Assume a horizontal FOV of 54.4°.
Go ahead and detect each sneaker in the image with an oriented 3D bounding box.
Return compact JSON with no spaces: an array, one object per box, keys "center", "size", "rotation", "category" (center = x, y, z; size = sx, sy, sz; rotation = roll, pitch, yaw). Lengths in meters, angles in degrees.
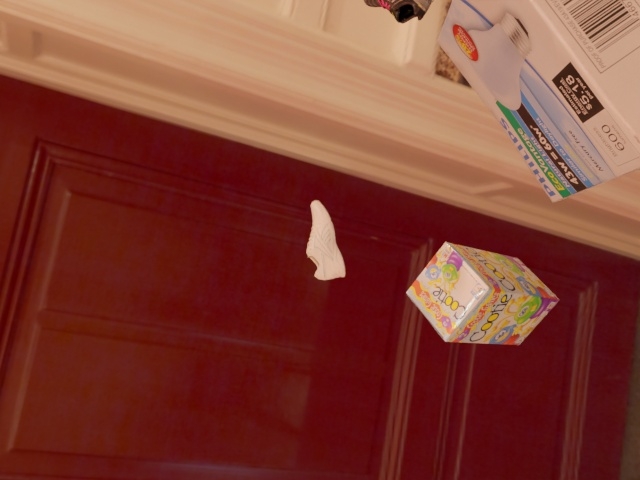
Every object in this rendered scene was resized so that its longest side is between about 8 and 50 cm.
[{"center":[0.158,-0.500,1.318],"size":[0.170,0.063,0.074],"rotation":[16,81,31],"category":"sneaker"},{"center":[0.000,0.000,1.147],"size":[0.053,0.061,0.152],"rotation":[96,159,-82],"category":"sneaker"}]

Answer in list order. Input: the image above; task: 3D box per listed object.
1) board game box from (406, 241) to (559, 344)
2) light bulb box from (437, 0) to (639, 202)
[{"center":[0.340,0.115,1.293],"size":[0.142,0.275,0.144],"rotation":[-56,48,23],"category":"board game box"},{"center":[0.377,-0.277,0.892],"size":[0.225,0.358,0.361],"rotation":[-34,-6,0],"category":"light bulb box"}]
